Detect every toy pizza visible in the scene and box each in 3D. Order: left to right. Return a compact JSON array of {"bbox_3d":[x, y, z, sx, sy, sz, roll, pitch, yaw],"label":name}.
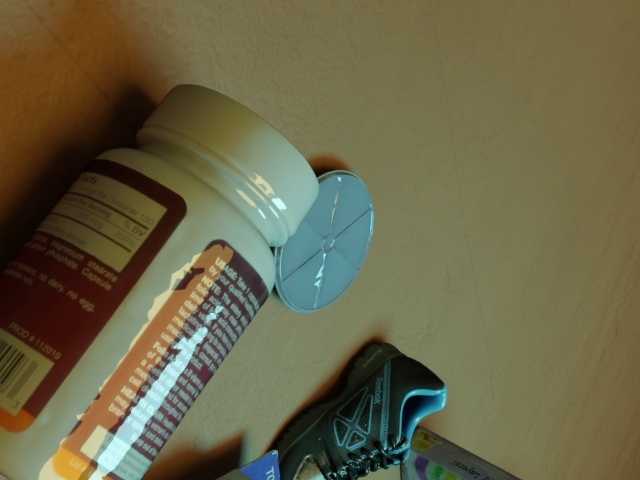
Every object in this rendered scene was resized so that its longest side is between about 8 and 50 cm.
[{"bbox_3d":[0.000,0.000,1.304,0.201,0.032,0.201,-28,128,-42],"label":"toy pizza"}]

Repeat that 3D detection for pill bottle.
[{"bbox_3d":[-0.184,0.053,0.944,0.392,0.224,0.224,-55,141,-17],"label":"pill bottle"}]

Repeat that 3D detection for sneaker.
[{"bbox_3d":[0.047,0.296,1.417,0.341,0.139,0.125,-48,141,-22],"label":"sneaker"}]

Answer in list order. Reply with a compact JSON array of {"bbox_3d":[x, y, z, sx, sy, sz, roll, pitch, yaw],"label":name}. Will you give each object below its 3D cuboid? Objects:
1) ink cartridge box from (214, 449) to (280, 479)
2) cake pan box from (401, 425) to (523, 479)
[{"bbox_3d":[-0.130,0.474,1.209,0.330,0.071,0.324,-19,107,-44],"label":"ink cartridge box"},{"bbox_3d":[0.252,0.480,1.673,0.070,0.246,0.267,-30,130,-35],"label":"cake pan box"}]
